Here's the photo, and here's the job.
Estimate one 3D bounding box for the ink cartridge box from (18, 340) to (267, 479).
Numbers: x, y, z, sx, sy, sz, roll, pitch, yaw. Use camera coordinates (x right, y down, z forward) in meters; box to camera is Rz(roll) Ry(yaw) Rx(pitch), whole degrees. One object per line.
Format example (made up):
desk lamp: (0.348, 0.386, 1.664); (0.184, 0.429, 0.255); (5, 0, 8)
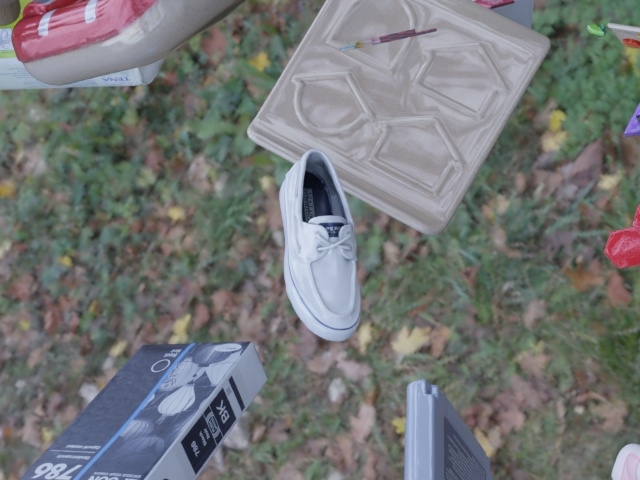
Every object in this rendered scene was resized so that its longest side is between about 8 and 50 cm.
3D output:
ink cartridge box: (-0.202, 0.226, 1.175); (0.165, 0.065, 0.332); (-4, 30, 29)

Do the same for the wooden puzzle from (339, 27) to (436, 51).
wooden puzzle: (0.051, -0.163, 0.888); (0.049, 0.083, 0.006); (1, 106, 53)

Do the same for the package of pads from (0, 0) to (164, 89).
package of pads: (-0.251, -0.278, 1.208); (0.229, 0.101, 0.296); (0, 43, 16)

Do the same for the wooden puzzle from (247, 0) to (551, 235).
wooden puzzle: (0.113, -0.213, 1.593); (0.347, 0.322, 0.080); (-58, -14, -11)

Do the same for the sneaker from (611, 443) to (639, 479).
sneaker: (0.348, 0.275, 1.161); (0.051, 0.134, 0.070); (-21, 15, -12)

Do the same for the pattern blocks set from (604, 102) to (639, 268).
pattern blocks set: (0.464, -0.071, 1.087); (0.325, 0.026, 0.285); (10, 87, 16)

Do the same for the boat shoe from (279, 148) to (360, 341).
boat shoe: (0.000, 0.000, 1.389); (0.084, 0.095, 0.258); (118, 142, -52)

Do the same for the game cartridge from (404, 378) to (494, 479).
game cartridge: (0.189, 0.353, 1.590); (0.060, 0.294, 0.196); (-15, 50, 19)

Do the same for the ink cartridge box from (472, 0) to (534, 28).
ink cartridge box: (0.248, -0.360, 1.855); (0.176, 0.128, 0.127); (23, 124, 39)

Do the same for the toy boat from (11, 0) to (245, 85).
toy boat: (-0.168, -0.226, 0.901); (0.231, 0.151, 0.151); (-5, 29, 40)

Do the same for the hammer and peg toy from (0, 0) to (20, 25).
hammer and peg toy: (-0.461, -0.237, 0.970); (0.361, 0.266, 0.127); (-31, -22, -21)

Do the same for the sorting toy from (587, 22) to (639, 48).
sorting toy: (0.322, -0.211, 1.150); (0.083, 0.062, 0.012); (18, 89, 35)
